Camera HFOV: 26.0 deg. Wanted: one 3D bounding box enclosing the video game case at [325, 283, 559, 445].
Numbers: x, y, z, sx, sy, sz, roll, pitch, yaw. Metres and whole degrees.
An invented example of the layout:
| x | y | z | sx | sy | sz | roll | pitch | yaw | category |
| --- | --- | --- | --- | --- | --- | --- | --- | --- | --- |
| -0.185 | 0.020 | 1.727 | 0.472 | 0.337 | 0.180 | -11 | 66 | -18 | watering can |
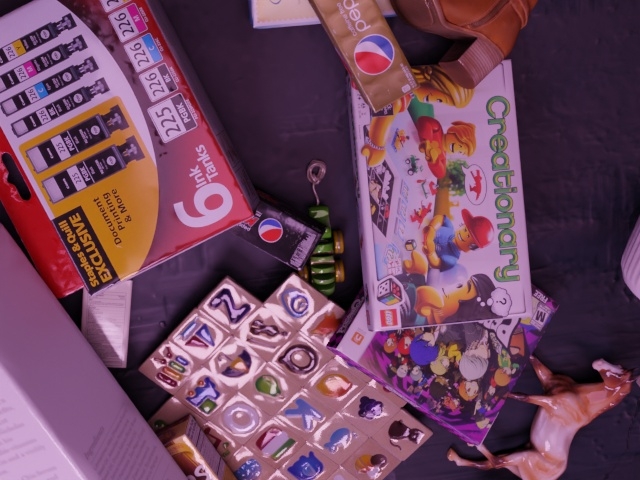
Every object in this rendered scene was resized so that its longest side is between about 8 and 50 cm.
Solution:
| x | y | z | sx | sy | sz | roll | pitch | yaw | category |
| --- | --- | --- | --- | --- | --- | --- | --- | --- | --- |
| 0.153 | 0.104 | 1.696 | 0.232 | 0.042 | 0.210 | 36 | 78 | -17 | video game case |

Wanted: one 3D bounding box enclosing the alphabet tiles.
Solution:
| x | y | z | sx | sy | sz | roll | pitch | yaw | category |
| --- | --- | --- | --- | --- | --- | --- | --- | --- | --- |
| -0.041 | 0.200 | 1.728 | 0.342 | 0.011 | 0.285 | 38 | 109 | -18 | alphabet tiles |

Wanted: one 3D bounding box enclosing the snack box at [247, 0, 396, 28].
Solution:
| x | y | z | sx | sy | sz | roll | pitch | yaw | category |
| --- | --- | --- | --- | --- | --- | --- | --- | --- | --- |
| 0.002 | -0.404 | 1.529 | 0.187 | 0.060 | 0.322 | -6 | 109 | -7 | snack box |

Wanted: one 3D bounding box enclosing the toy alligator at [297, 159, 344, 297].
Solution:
| x | y | z | sx | sy | sz | roll | pitch | yaw | category |
| --- | --- | --- | --- | --- | --- | --- | --- | --- | --- |
| 0.000 | 0.000 | 1.669 | 0.056 | 0.051 | 0.190 | -5 | 109 | -7 | toy alligator |

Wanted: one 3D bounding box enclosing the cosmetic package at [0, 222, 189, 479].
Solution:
| x | y | z | sx | sy | sz | roll | pitch | yaw | category |
| --- | --- | --- | --- | --- | --- | --- | --- | --- | --- |
| -0.352 | 0.231 | 1.602 | 0.230 | 0.161 | 0.453 | -22 | 112 | 24 | cosmetic package |

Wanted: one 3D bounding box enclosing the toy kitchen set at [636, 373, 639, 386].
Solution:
| x | y | z | sx | sy | sz | roll | pitch | yaw | category |
| --- | --- | --- | --- | --- | --- | --- | --- | --- | --- |
| 0.524 | 0.149 | 1.737 | 0.122 | 0.166 | 0.207 | 25 | 103 | -16 | toy kitchen set |

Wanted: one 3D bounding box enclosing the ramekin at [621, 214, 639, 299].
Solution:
| x | y | z | sx | sy | sz | roll | pitch | yaw | category |
| --- | --- | --- | --- | --- | --- | --- | --- | --- | --- |
| 0.463 | 0.034 | 1.675 | 0.207 | 0.207 | 0.109 | 21 | 113 | -14 | ramekin |

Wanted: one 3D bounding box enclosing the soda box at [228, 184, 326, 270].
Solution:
| x | y | z | sx | sy | sz | roll | pitch | yaw | category |
| --- | --- | --- | --- | --- | --- | --- | --- | --- | --- |
| -0.080 | -0.031 | 1.621 | 0.169 | 0.060 | 0.053 | 30 | 103 | 2 | soda box |

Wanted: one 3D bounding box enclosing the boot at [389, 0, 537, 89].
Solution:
| x | y | z | sx | sy | sz | roll | pitch | yaw | category |
| --- | --- | --- | --- | --- | --- | --- | --- | --- | --- |
| 0.162 | -0.288 | 1.562 | 0.152 | 0.073 | 0.197 | -52 | 126 | -20 | boot |

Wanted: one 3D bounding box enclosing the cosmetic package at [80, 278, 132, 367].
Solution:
| x | y | z | sx | sy | sz | roll | pitch | yaw | category |
| --- | --- | --- | --- | --- | --- | --- | --- | --- | --- |
| -0.259 | 0.093 | 1.667 | 0.060 | 0.041 | 0.115 | 5 | 107 | -10 | cosmetic package |

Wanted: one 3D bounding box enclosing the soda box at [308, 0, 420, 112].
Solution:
| x | y | z | sx | sy | sz | roll | pitch | yaw | category |
| --- | --- | --- | --- | --- | --- | --- | --- | --- | --- |
| 0.039 | -0.236 | 1.529 | 0.061 | 0.058 | 0.181 | -30 | 111 | 1 | soda box |

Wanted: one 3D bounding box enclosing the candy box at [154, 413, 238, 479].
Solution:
| x | y | z | sx | sy | sz | roll | pitch | yaw | category |
| --- | --- | --- | --- | --- | --- | --- | --- | --- | --- |
| -0.162 | 0.321 | 1.744 | 0.109 | 0.053 | 0.187 | -28 | 109 | 14 | candy box |

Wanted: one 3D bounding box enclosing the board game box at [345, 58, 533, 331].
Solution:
| x | y | z | sx | sy | sz | roll | pitch | yaw | category |
| --- | --- | --- | --- | --- | --- | --- | --- | --- | --- |
| 0.139 | -0.053 | 1.623 | 0.192 | 0.053 | 0.305 | -5 | 90 | -7 | board game box |

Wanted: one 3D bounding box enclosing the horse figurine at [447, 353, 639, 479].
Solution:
| x | y | z | sx | sy | sz | roll | pitch | yaw | category |
| --- | --- | --- | --- | --- | --- | --- | --- | --- | --- |
| 0.275 | 0.246 | 1.787 | 0.174 | 0.066 | 0.263 | 21 | 102 | -8 | horse figurine |

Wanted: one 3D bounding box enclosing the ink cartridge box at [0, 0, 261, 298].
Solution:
| x | y | z | sx | sy | sz | roll | pitch | yaw | category |
| --- | --- | --- | --- | --- | --- | --- | --- | --- | --- |
| -0.255 | -0.110 | 1.518 | 0.271 | 0.130 | 0.309 | -27 | 97 | 5 | ink cartridge box |
